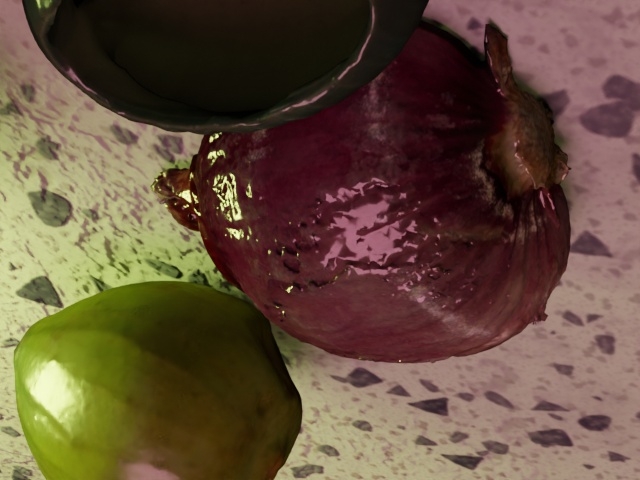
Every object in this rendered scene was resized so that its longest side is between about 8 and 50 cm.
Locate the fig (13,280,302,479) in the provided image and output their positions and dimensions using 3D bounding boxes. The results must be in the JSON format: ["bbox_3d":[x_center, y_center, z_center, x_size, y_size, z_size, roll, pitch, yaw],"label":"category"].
[{"bbox_3d":[-0.153,0.141,1.063,0.271,0.239,0.239,23,147,15],"label":"fig"}]

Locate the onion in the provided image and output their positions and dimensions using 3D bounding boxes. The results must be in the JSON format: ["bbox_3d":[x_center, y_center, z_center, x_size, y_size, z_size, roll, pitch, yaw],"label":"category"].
[{"bbox_3d":[0.000,0.000,0.858,0.348,0.159,0.267,-14,131,36],"label":"onion"}]

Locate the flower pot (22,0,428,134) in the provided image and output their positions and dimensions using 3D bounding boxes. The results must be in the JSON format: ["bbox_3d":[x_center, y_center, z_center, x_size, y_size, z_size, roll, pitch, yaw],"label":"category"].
[{"bbox_3d":[-0.052,-0.156,0.669,0.243,0.157,0.189,-3,138,29],"label":"flower pot"}]
